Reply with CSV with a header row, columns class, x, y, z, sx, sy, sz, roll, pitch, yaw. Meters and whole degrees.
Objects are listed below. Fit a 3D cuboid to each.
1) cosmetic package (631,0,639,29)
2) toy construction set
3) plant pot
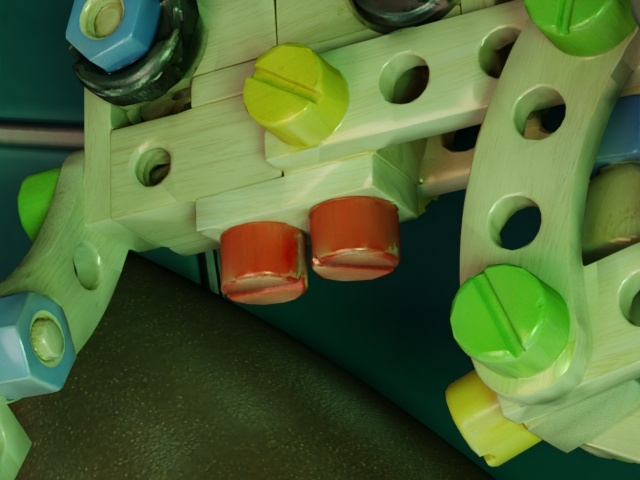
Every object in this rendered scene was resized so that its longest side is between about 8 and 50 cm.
class,x,y,z,sx,sy,sz,roll,pitch,yaw
cosmetic package,0.176,-0.193,0.364,0.197,0.155,0.365,-2,117,-3
toy construction set,0.000,0.000,0.594,0.328,0.151,0.215,-7,69,12
plant pot,-0.044,0.116,0.697,0.230,0.215,0.215,48,129,27
